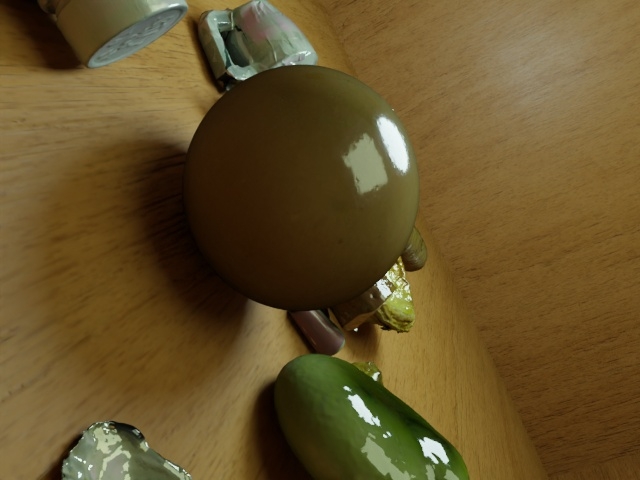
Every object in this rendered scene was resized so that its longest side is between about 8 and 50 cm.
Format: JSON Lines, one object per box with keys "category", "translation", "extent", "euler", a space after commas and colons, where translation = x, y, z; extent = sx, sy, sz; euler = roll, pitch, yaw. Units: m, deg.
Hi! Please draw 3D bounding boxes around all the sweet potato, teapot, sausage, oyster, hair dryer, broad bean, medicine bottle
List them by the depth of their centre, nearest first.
{"category": "oyster", "translation": [-0.145, 0.203, 0.436], "extent": [0.146, 0.045, 0.121], "euler": [25, 46, -52]}
{"category": "medicine bottle", "translation": [-0.273, -0.349, 0.576], "extent": [0.293, 0.170, 0.170], "euler": [60, 19, -14]}
{"category": "broad bean", "translation": [0.062, 0.256, 0.703], "extent": [0.291, 0.119, 0.238], "euler": [37, 12, 16]}
{"category": "hair dryer", "translation": [-0.008, 0.121, 0.939], "extent": [0.106, 0.054, 0.154], "euler": [54, 11, -18]}
{"category": "sweet potato", "translation": [0.002, -0.002, 0.958], "extent": [0.336, 0.131, 0.131], "euler": [56, 14, 20]}
{"category": "teapot", "translation": [-0.137, -0.368, 1.075], "extent": [0.178, 0.221, 0.163], "euler": [58, -22, 6]}
{"category": "sausage", "translation": [0.193, -0.022, 1.541], "extent": [0.501, 0.123, 0.136], "euler": [33, 66, -59]}

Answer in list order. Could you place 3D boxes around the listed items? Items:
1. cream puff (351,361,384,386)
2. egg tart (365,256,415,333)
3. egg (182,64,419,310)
{"category": "cream puff", "translation": [0.083, 0.257, 0.980], "extent": [0.083, 0.058, 0.083], "euler": [61, 20, -7]}
{"category": "egg tart", "translation": [0.102, 0.078, 1.164], "extent": [0.294, 0.123, 0.294], "euler": [50, 26, -37]}
{"category": "egg", "translation": [-0.024, -0.074, 0.718], "extent": [0.301, 0.301, 0.374], "euler": [59, 13, -19]}
